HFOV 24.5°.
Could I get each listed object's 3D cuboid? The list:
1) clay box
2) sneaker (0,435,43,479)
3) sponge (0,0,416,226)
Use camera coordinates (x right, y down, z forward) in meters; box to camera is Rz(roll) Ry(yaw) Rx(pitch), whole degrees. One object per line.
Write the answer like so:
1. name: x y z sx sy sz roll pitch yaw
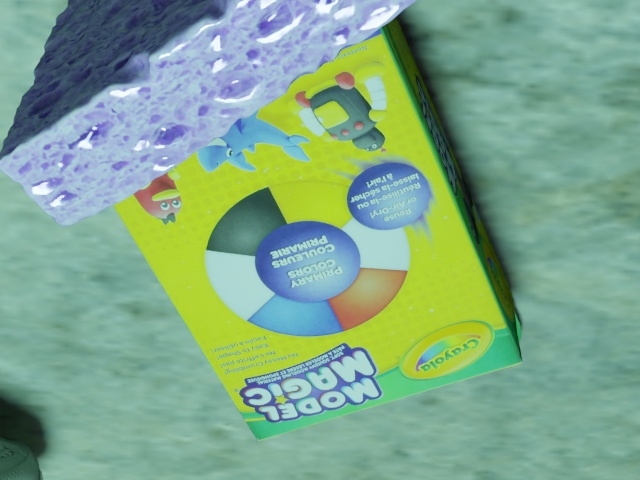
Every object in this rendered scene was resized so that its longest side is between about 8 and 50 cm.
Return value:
1. clay box: 0.000 0.000 0.616 0.127 0.053 0.222 -18 126 13
2. sneaker: -0.226 0.058 0.620 0.105 0.115 0.281 8 166 47
3. sponge: -0.024 -0.099 0.437 0.117 0.210 0.031 -32 120 23
